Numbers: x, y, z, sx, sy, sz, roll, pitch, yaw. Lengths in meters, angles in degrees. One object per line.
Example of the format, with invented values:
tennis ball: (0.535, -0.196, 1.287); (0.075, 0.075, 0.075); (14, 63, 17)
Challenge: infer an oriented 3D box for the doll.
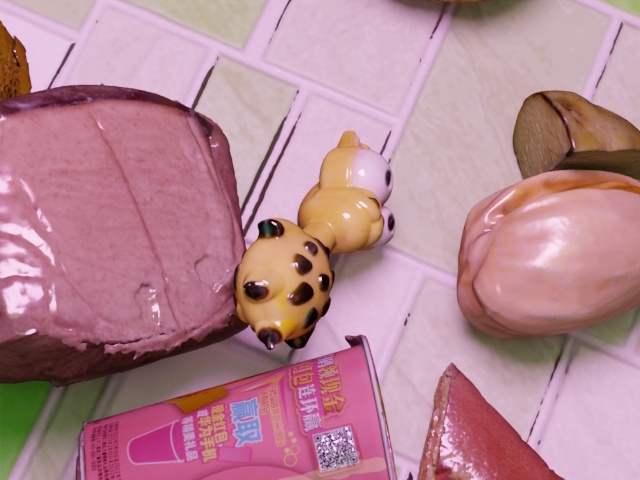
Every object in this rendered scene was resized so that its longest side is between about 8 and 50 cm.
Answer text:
doll: (0.001, 0.000, 1.502); (0.086, 0.117, 0.291); (2, 26, 22)

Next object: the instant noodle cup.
instant noodle cup: (-0.062, 0.210, 1.428); (0.255, 0.244, 0.244); (-8, 72, -1)

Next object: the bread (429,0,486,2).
bread: (0.119, -0.334, 1.677); (0.244, 0.134, 0.244); (3, 71, -9)

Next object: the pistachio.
pistachio: (0.231, 0.013, 1.563); (0.230, 0.157, 0.157); (-12, 72, -16)

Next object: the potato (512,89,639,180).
potato: (0.254, -0.103, 1.603); (0.120, 0.149, 0.081); (-10, 78, -12)

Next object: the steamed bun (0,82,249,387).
steamed bun: (-0.216, 0.010, 1.479); (0.301, 0.199, 0.251); (-2, 68, -41)

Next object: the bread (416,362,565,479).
bread: (0.143, 0.215, 1.518); (0.192, 0.067, 0.119); (44, 72, 9)

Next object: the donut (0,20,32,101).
donut: (-0.402, -0.155, 1.571); (0.272, 0.107, 0.272); (2, 69, -4)
